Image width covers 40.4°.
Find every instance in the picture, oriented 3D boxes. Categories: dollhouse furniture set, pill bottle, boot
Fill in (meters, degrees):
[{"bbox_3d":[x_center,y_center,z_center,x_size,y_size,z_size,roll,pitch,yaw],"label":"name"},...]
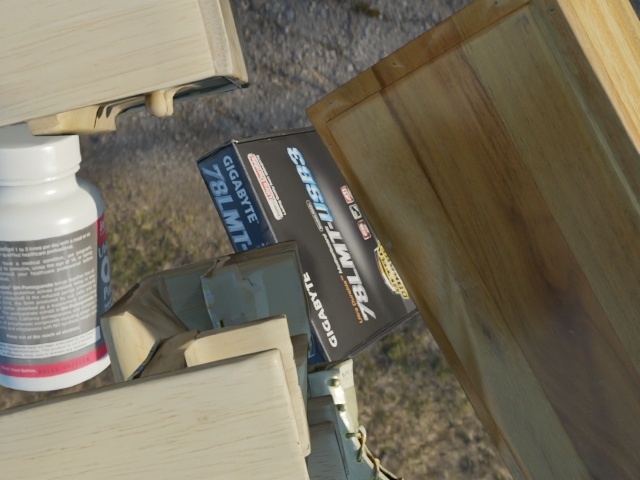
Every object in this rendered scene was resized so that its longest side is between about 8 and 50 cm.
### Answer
[{"bbox_3d":[-0.138,0.060,0.516,0.257,0.362,0.394,-13,98,1],"label":"dollhouse furniture set"},{"bbox_3d":[-0.364,0.017,1.122,0.176,0.176,0.318,-1,112,-3],"label":"pill bottle"},{"bbox_3d":[0.037,0.184,0.749,0.213,0.077,0.165,-4,87,4],"label":"boot"}]

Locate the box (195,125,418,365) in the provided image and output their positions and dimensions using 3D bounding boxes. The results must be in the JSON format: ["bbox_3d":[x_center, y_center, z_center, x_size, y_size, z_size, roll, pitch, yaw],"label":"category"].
[{"bbox_3d":[0.000,0.000,1.127,0.073,0.293,0.295,-25,88,28],"label":"box"}]

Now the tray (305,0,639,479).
[{"bbox_3d":[0.169,0.050,0.547,0.203,0.076,0.410,-24,99,49],"label":"tray"}]
